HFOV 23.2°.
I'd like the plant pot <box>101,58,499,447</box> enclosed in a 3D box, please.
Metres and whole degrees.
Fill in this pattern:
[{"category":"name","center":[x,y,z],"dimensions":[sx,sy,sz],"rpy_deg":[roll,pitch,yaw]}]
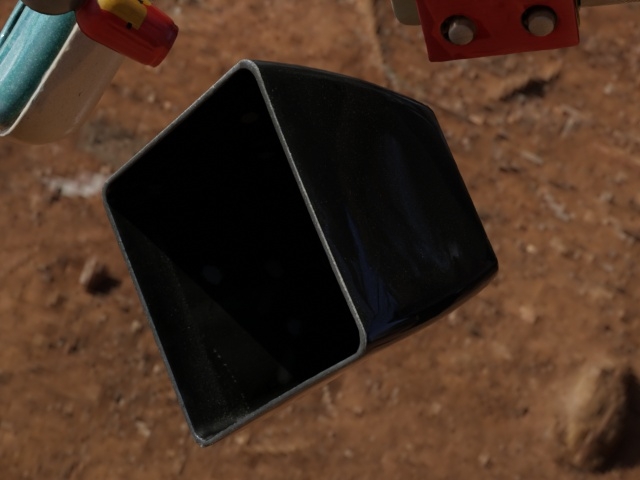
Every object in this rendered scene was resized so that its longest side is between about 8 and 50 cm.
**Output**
[{"category":"plant pot","center":[0.000,0.000,0.999],"dimensions":[0.167,0.188,0.187],"rpy_deg":[-13,75,-41]}]

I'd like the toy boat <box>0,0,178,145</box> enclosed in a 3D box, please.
[{"category":"toy boat","center":[-0.231,-0.216,1.437],"dimensions":[0.148,0.267,0.318],"rpy_deg":[30,-5,-19]}]

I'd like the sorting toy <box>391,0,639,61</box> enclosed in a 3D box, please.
[{"category":"sorting toy","center":[0.144,-0.217,0.852],"dimensions":[0.257,0.255,0.089],"rpy_deg":[-4,45,13]}]
